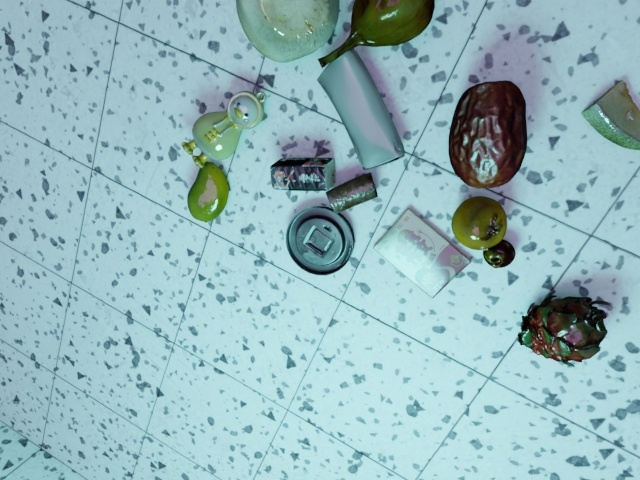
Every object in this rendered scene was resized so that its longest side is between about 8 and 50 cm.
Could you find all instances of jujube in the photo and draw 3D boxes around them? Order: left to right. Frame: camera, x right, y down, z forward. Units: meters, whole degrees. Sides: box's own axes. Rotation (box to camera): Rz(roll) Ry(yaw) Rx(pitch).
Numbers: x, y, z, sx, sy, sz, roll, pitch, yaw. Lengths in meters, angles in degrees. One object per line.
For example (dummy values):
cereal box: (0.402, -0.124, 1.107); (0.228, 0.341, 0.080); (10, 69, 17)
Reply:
jujube: (0.394, -0.247, 0.960); (0.184, 0.183, 0.242); (-1, 104, 18)

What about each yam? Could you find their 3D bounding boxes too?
yam: (0.090, -0.132, 1.138); (0.141, 0.079, 0.079); (-22, 98, 10)

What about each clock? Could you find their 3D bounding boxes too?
clock: (0.000, 0.000, 1.233); (0.215, 0.042, 0.214); (5, 107, 17)

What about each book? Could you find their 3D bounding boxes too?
book: (0.290, 0.039, 1.163); (0.232, 0.022, 0.162); (41, 113, 2)

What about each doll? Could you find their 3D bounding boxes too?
doll: (-0.276, -0.336, 1.184); (0.296, 0.117, 0.141); (-35, 95, 23)

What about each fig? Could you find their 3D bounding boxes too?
fig: (0.116, -0.539, 0.950); (0.291, 0.190, 0.190); (-14, 101, 8)

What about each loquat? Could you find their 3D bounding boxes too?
loquat: (0.407, -0.043, 1.041); (0.141, 0.141, 0.140); (5, 107, 16)

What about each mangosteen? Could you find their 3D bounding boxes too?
mangosteen: (0.475, 0.035, 1.072); (0.081, 0.081, 0.080); (5, 107, 16)

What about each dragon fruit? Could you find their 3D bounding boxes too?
dragon fruit: (0.622, 0.228, 1.033); (0.189, 0.182, 0.182); (-9, 106, 61)

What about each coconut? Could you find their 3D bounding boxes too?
coconut: (-0.081, -0.574, 1.000); (0.245, 0.247, 0.244); (-5, 111, -12)

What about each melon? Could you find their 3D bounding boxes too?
melon: (0.708, -0.268, 0.936); (0.098, 0.054, 0.182); (-38, 92, 8)

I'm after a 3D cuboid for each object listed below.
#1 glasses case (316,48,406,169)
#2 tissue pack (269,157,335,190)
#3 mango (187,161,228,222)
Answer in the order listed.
glasses case: (0.111, -0.340, 1.081); (0.128, 0.083, 0.307); (-24, 97, 28)
tissue pack: (-0.050, -0.191, 1.164); (0.171, 0.103, 0.090); (1, 112, 18)
mango: (-0.355, -0.146, 1.281); (0.122, 0.085, 0.191); (33, 113, 10)
